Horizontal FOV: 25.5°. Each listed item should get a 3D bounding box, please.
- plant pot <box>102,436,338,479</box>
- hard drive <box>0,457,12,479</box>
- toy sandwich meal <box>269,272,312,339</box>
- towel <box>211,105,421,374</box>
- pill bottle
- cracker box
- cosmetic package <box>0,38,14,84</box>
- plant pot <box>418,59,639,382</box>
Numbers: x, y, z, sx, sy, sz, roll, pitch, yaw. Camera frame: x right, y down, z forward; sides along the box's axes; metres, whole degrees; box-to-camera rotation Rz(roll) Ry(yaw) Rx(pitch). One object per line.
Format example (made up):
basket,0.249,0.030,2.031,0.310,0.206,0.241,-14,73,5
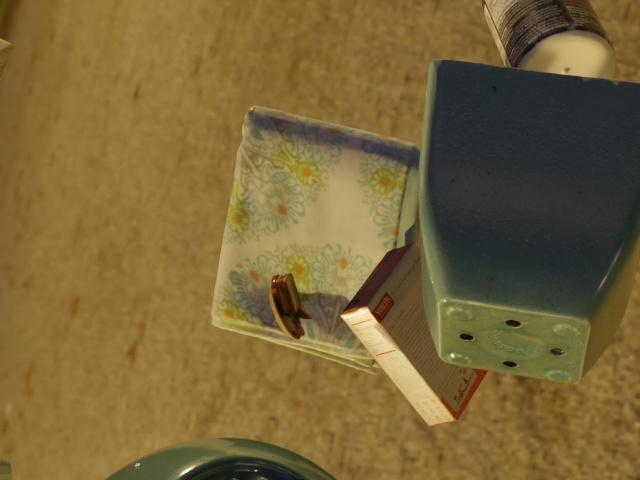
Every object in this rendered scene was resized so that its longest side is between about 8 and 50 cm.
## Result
plant pot,-0.065,0.254,0.992,0.195,0.290,0.290,109,164,-54
hard drive,-0.459,0.207,1.179,0.353,0.233,0.047,18,-110,-65
toy sandwich meal,-0.035,0.079,1.715,0.029,0.085,0.085,-24,42,14
towel,0.000,0.000,2.247,0.090,0.321,0.374,-24,-53,-71
pill bottle,0.282,-0.282,1.806,0.245,0.130,0.130,-101,30,-47
cracker box,0.151,0.142,2.125,0.067,0.232,0.155,-20,24,47
cosmetic package,-0.491,-0.165,1.701,0.309,0.113,0.160,-70,6,-73
plant pot,0.212,0.000,1.445,0.247,0.248,0.252,81,-159,-60
